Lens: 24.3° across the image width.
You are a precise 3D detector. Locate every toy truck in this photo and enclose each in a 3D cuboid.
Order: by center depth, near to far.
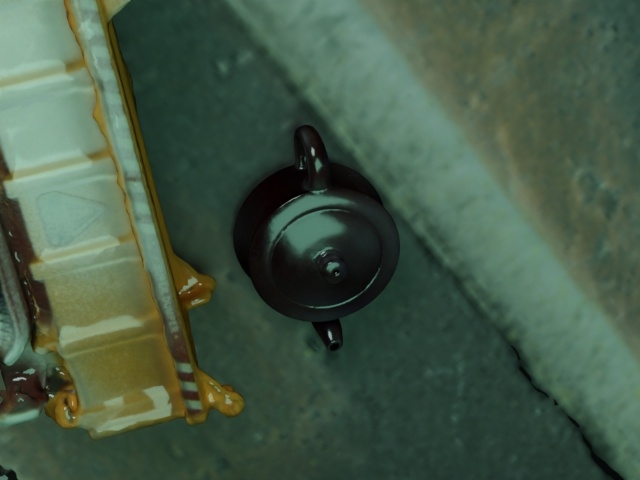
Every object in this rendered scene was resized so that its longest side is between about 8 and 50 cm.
[{"bbox_3d":[-0.108,-0.059,0.523,0.135,0.114,0.271,-15,120,-5],"label":"toy truck"}]

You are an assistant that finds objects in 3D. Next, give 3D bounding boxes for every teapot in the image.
[{"bbox_3d":[0.000,0.000,0.623,0.067,0.045,0.100,-12,120,-12],"label":"teapot"}]
